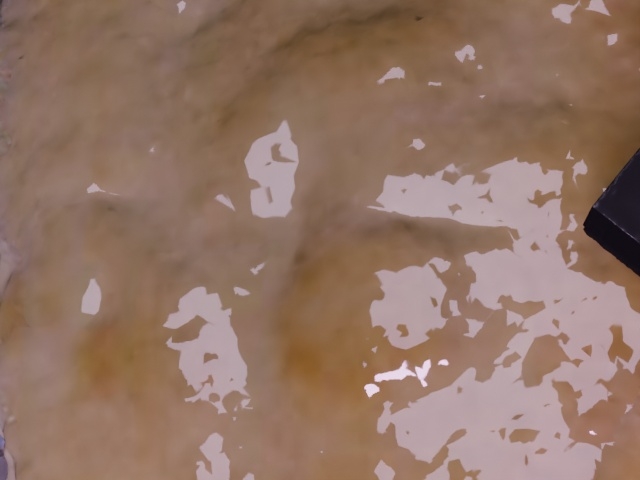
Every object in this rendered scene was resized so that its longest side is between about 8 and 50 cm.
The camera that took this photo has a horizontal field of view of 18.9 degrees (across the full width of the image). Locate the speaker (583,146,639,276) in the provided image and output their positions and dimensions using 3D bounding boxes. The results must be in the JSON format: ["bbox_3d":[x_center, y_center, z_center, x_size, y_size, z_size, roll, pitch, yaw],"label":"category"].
[{"bbox_3d":[0.226,0.027,0.844,0.218,0.044,0.082,38,81,7],"label":"speaker"}]

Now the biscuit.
[{"bbox_3d":[0.000,0.000,0.978,0.446,0.104,0.429,0,72,25],"label":"biscuit"}]
